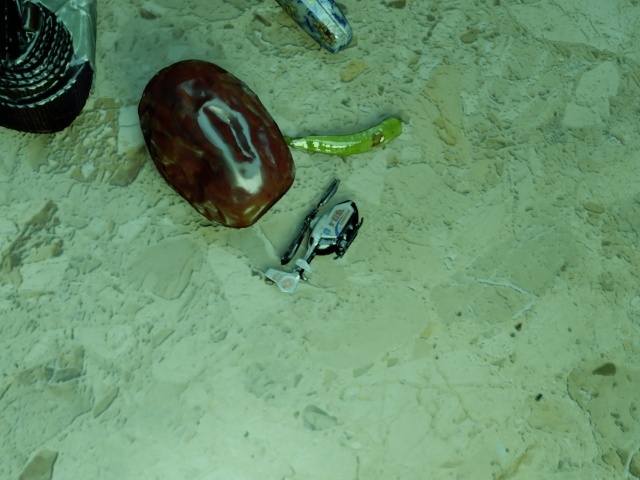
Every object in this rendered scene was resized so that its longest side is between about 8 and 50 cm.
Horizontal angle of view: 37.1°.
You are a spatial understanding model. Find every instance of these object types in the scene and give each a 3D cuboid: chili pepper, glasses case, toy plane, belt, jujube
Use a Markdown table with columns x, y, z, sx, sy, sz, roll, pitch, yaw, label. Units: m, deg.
| x | y | z | sx | sy | sz | roll | pitch | yaw | label |
| --- | --- | --- | --- | --- | --- | --- | --- | --- | --- |
| 0.040 | -0.154 | 1.459 | 0.208 | 0.043 | 0.049 | -12 | 92 | -17 | chili pepper |
| -0.042 | -0.394 | 1.473 | 0.065 | 0.087 | 0.248 | -40 | 89 | -8 | glasses case |
| 0.000 | 0.001 | 1.408 | 0.078 | 0.053 | 0.197 | 35 | 69 | 4 | toy plane |
| -0.402 | -0.302 | 1.314 | 0.184 | 0.164 | 0.289 | -2 | 77 | -6 | belt |
| -0.145 | -0.140 | 1.332 | 0.243 | 0.183 | 0.183 | 45 | 70 | 1 | jujube |
